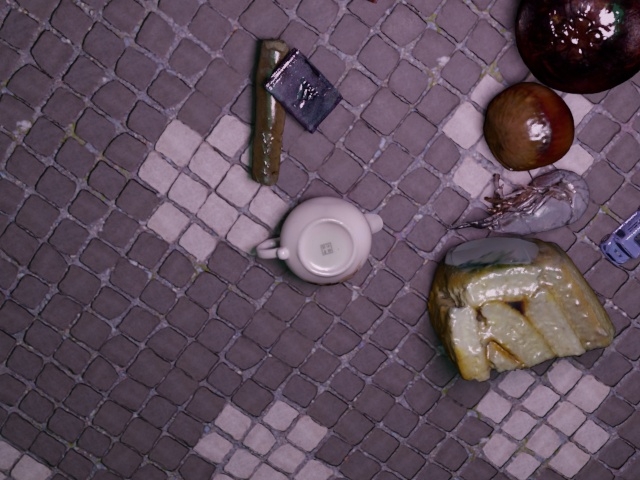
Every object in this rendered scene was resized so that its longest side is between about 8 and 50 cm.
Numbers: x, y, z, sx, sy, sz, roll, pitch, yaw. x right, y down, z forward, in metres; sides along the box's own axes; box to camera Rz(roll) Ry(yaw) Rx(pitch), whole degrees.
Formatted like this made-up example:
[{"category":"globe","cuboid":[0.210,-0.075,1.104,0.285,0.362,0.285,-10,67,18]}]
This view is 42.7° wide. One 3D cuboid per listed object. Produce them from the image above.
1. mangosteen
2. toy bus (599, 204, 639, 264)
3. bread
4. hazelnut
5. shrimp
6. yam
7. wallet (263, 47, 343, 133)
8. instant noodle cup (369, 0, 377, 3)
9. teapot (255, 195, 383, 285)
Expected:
[{"category":"mangosteen","cuboid":[0.545,-0.451,1.657,0.297,0.293,0.297,16,144,13]},{"category":"toy bus","cuboid":[0.725,-0.015,1.874,0.073,0.076,0.167,43,101,-11]},{"category":"bread","cuboid":[0.444,0.121,1.826,0.395,0.239,0.264,-14,106,1]},{"category":"hazelnut","cuboid":[0.461,-0.247,1.759,0.208,0.208,0.208,0,106,-1]},{"category":"shrimp","cuboid":[0.437,-0.077,1.833,0.342,0.116,0.145,-15,105,-4]},{"category":"yam","cuboid":[-0.112,-0.279,1.793,0.071,0.067,0.318,1,108,-16]},{"category":"wallet","cuboid":[-0.037,-0.321,1.766,0.111,0.030,0.166,-48,124,0]},{"category":"instant noodle cup","cuboid":[0.111,-0.582,1.688,0.127,0.127,0.136,40,94,-11]},{"category":"teapot","cuboid":[0.000,0.000,1.841,0.297,0.139,0.205,-7,108,-1]}]
